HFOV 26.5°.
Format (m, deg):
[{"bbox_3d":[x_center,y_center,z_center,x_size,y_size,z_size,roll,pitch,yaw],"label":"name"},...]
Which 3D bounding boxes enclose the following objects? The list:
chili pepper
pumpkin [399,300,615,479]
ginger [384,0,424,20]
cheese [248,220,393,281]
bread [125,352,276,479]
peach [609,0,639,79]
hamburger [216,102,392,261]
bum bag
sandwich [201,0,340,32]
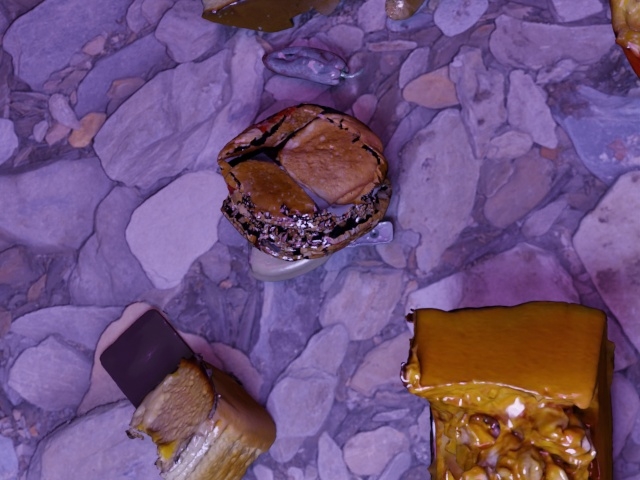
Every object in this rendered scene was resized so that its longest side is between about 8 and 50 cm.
[{"bbox_3d":[-0.017,-0.238,1.835,0.153,0.041,0.050,18,35,22],"label":"chili pepper"},{"bbox_3d":[0.205,0.220,1.489,0.226,0.256,0.303,1,95,13],"label":"pumpkin"},{"bbox_3d":[0.151,-0.387,1.794,0.205,0.115,0.081,-50,49,-7],"label":"ginger"},{"bbox_3d":[0.000,0.000,1.745,0.192,0.037,0.097,-6,71,16],"label":"cheese"},{"bbox_3d":[-0.165,0.215,1.652,0.160,0.169,0.140,40,89,26],"label":"bread"},{"bbox_3d":[0.499,-0.267,1.553,0.339,0.281,0.281,11,74,4],"label":"peach"},{"bbox_3d":[-0.018,-0.072,1.714,0.231,0.106,0.231,0,41,0],"label":"hamburger"},{"bbox_3d":[-0.210,0.171,1.757,0.109,0.026,0.159,-44,65,0],"label":"bum bag"},{"bbox_3d":[-0.042,-0.354,1.862,0.245,0.088,0.090,-18,58,15],"label":"sandwich"}]
